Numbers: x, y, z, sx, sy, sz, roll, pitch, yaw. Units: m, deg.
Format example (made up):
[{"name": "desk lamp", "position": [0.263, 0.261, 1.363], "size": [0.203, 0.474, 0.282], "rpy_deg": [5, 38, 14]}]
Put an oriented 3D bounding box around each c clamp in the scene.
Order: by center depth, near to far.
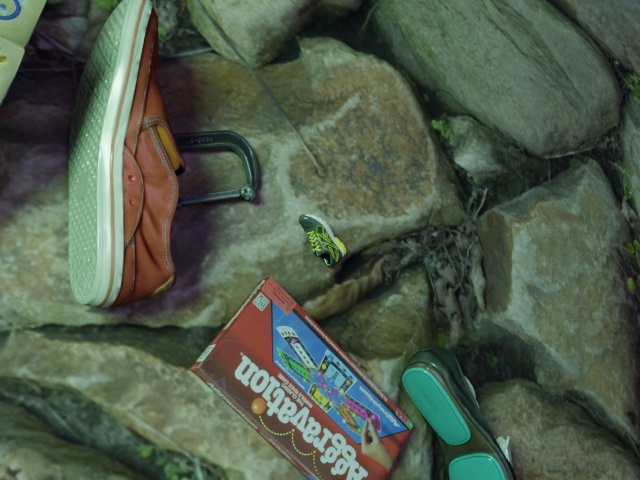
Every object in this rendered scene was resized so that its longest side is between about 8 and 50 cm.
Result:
[{"name": "c clamp", "position": [-0.139, -0.069, 0.719], "size": [0.160, 0.022, 0.137], "rpy_deg": [-19, 82, -35]}]

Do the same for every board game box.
[{"name": "board game box", "position": [-0.011, 0.192, 0.725], "size": [0.281, 0.027, 0.145], "rpy_deg": [47, 57, -15]}]

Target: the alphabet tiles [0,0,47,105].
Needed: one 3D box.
[{"name": "alphabet tiles", "position": [-0.386, -0.166, 0.443], "size": [0.285, 0.011, 0.343], "rpy_deg": [25, 104, -27]}]

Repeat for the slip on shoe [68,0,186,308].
[{"name": "slip on shoe", "position": [-0.197, -0.095, 0.629], "size": [0.101, 0.123, 0.331], "rpy_deg": [6, 78, -41]}]

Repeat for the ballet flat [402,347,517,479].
[{"name": "ballet flat", "position": [0.209, 0.271, 0.818], "size": [0.096, 0.095, 0.280], "rpy_deg": [-25, 91, -49]}]

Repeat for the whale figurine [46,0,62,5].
[{"name": "whale figurine", "position": [-0.376, -0.266, 0.560], "size": [0.272, 0.141, 0.216], "rpy_deg": [-42, 118, -58]}]

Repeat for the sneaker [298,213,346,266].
[{"name": "sneaker", "position": [0.000, 0.000, 0.785], "size": [0.083, 0.031, 0.035], "rpy_deg": [45, 57, -16]}]
